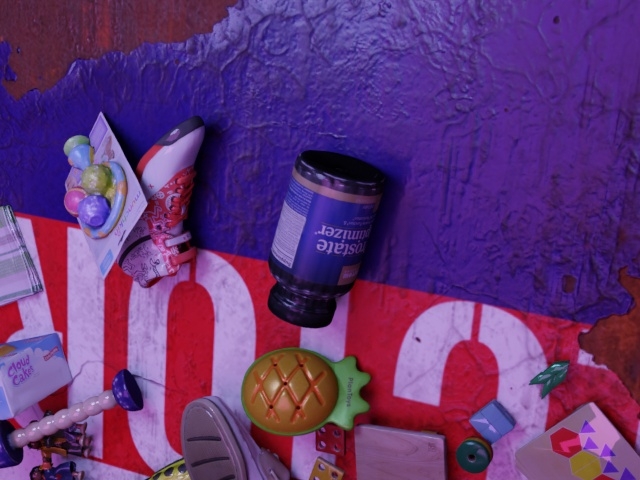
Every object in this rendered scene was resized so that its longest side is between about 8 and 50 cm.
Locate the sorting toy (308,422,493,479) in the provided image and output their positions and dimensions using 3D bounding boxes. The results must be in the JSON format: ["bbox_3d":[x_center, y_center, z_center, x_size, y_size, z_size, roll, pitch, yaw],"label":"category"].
[{"bbox_3d":[0.111,0.321,1.370,0.274,0.046,0.132,3,105,26],"label":"sorting toy"}]

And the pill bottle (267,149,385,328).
[{"bbox_3d":[0.000,0.000,1.295,0.123,0.123,0.219,22,111,16],"label":"pill bottle"}]

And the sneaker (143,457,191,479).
[{"bbox_3d":[-0.272,0.442,1.531,0.295,0.109,0.123,-32,86,26],"label":"sneaker"}]

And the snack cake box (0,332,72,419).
[{"bbox_3d":[-0.558,0.233,1.573,0.264,0.152,0.089,-12,98,25],"label":"snack cake box"}]

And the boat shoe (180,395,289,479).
[{"bbox_3d":[-0.108,0.360,1.444,0.113,0.103,0.302,-18,97,39],"label":"boat shoe"}]

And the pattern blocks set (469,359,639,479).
[{"bbox_3d":[0.362,0.313,1.276,0.285,0.026,0.325,-33,89,26],"label":"pattern blocks set"}]

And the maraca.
[{"bbox_3d":[-0.021,0.213,1.373,0.185,0.099,0.127,0,71,9],"label":"maraca"}]

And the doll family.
[{"bbox_3d":[-0.437,0.365,1.593,0.111,0.076,0.193,4,95,2],"label":"doll family"}]

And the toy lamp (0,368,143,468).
[{"bbox_3d":[-0.416,0.283,1.512,0.274,0.080,0.080,-25,93,0],"label":"toy lamp"}]

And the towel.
[{"bbox_3d":[-0.522,0.029,1.577,0.113,0.023,0.152,-18,96,25],"label":"towel"}]

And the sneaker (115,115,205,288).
[{"bbox_3d":[-0.212,-0.045,1.392,0.145,0.090,0.270,48,119,4],"label":"sneaker"}]

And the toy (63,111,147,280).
[{"bbox_3d":[-0.326,-0.072,1.377,0.137,0.056,0.237,-57,39,23],"label":"toy"}]
